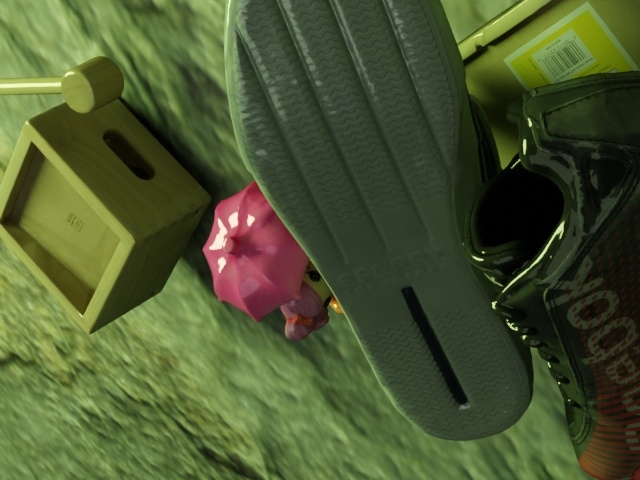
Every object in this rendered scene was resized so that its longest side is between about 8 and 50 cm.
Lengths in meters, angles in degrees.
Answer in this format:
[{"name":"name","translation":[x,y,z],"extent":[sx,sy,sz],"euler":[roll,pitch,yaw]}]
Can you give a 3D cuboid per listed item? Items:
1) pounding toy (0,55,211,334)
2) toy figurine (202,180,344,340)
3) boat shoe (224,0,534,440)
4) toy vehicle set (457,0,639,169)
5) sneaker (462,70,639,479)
[{"name":"pounding toy","translation":[-0.171,-0.067,1.147],"extent":[0.181,0.094,0.206],"euler":[46,137,13]},{"name":"toy figurine","translation":[0.000,0.000,0.952],"extent":[0.130,0.159,0.173],"euler":[8,130,44]},{"name":"boat shoe","translation":[0.035,-0.043,0.835],"extent":[0.121,0.119,0.335],"euler":[-11,122,13]},{"name":"toy vehicle set","translation":[0.164,-0.068,0.812],"extent":[0.166,0.035,0.267],"euler":[52,146,-5]},{"name":"sneaker","translation":[0.137,0.023,0.770],"extent":[0.135,0.097,0.276],"euler":[-4,132,-2]}]
